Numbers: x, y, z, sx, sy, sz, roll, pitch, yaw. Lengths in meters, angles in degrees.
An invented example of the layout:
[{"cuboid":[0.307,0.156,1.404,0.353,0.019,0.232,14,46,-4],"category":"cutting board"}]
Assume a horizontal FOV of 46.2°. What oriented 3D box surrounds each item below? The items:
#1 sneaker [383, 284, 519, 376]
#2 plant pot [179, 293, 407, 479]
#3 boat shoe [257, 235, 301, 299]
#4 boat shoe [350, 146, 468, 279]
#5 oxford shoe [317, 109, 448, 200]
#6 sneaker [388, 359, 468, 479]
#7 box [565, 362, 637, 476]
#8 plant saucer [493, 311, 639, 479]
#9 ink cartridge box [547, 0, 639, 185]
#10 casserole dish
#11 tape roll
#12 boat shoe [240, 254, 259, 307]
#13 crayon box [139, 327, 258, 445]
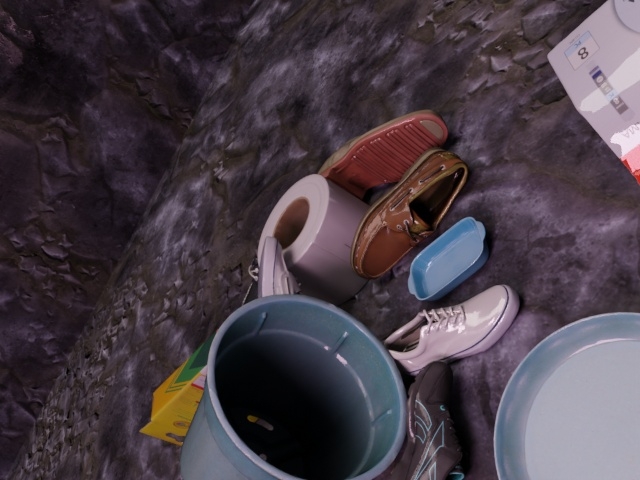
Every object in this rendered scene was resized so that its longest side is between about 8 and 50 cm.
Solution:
[{"cuboid":[0.210,0.148,1.247,0.258,0.091,0.094,-41,34,32],"category":"sneaker"},{"cuboid":[-0.079,0.323,1.294,0.334,0.341,0.341,124,156,-44],"category":"plant pot"},{"cuboid":[-0.077,0.110,1.472,0.095,0.084,0.258,113,157,-59],"category":"boat shoe"},{"cuboid":[0.169,-0.046,1.468,0.307,0.111,0.104,-57,28,7],"category":"boat shoe"},{"cuboid":[0.121,-0.203,1.666,0.397,0.140,0.146,-26,35,42],"category":"oxford shoe"},{"cuboid":[0.183,0.317,1.165,0.106,0.101,0.267,-1,60,32],"category":"sneaker"},{"cuboid":[0.357,0.217,1.006,0.179,0.043,0.105,-63,29,1],"category":"box"},{"cuboid":[0.363,0.244,0.909,0.318,0.044,0.317,-20,57,35],"category":"plant saucer"},{"cuboid":[0.525,-0.242,1.066,0.308,0.091,0.384,-42,40,31],"category":"ink cartridge box"},{"cuboid":[0.237,0.039,1.363,0.188,0.037,0.114,-42,34,29],"category":"casserole dish"},{"cuboid":[0.000,0.000,1.636,0.246,0.169,0.246,-39,34,34],"category":"tape roll"},{"cuboid":[-0.127,0.058,1.862,0.302,0.091,0.114,-60,29,0],"category":"boat shoe"},{"cuboid":[-0.231,0.344,1.656,0.318,0.202,0.081,-44,32,26],"category":"crayon box"}]
